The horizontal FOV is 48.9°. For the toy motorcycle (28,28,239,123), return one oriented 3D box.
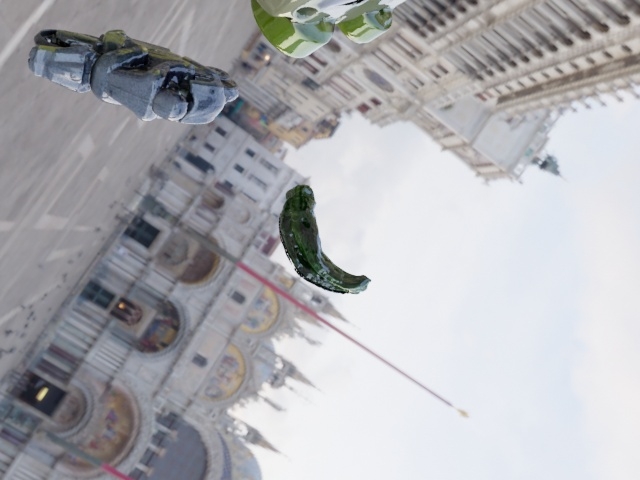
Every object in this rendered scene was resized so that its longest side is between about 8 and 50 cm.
[{"bbox_3d":[-0.157,-0.144,0.628,0.061,0.194,0.124,-67,-151,25],"label":"toy motorcycle"}]

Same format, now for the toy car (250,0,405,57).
[{"bbox_3d":[0.015,-0.286,0.581,0.145,0.235,0.235,-23,-150,37],"label":"toy car"}]

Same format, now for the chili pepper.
[{"bbox_3d":[-0.005,0.004,0.638,0.055,0.118,0.035,-30,166,-15],"label":"chili pepper"}]
